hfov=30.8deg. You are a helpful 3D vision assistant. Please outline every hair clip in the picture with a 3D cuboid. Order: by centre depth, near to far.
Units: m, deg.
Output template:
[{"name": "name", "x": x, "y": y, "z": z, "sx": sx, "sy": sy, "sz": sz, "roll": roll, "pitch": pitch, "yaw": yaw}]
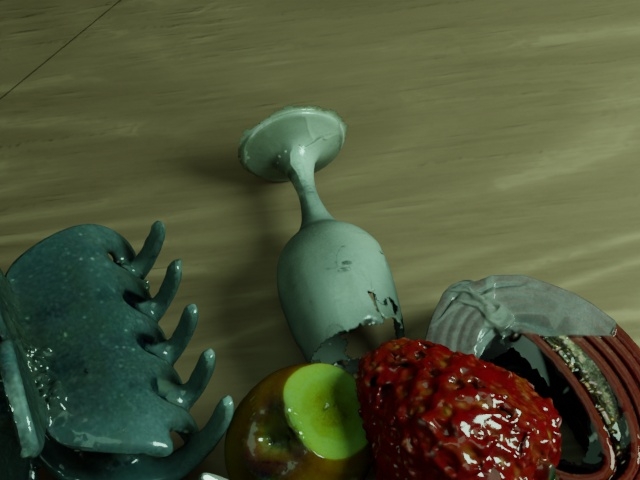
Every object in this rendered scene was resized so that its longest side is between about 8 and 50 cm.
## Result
[{"name": "hair clip", "x": -0.260, "y": 0.127, "z": 1.243, "sx": 0.238, "sy": 0.392, "sz": 0.318, "roll": -8, "pitch": 52, "yaw": -26}]

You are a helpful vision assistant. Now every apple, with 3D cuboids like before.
[{"name": "apple", "x": -0.021, "y": 0.213, "z": 1.208, "sx": 0.146, "sy": 0.147, "sz": 0.163, "roll": 46, "pitch": 107, "yaw": 25}]

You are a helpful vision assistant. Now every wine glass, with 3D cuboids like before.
[{"name": "wine glass", "x": 0.000, "y": 0.000, "z": 1.349, "sx": 0.143, "sy": 0.143, "sz": 0.321, "roll": -16, "pitch": 59, "yaw": 1}]

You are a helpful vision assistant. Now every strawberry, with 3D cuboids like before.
[{"name": "strawberry", "x": 0.115, "y": 0.173, "z": 1.119, "sx": 0.190, "sy": 0.111, "sz": 0.236, "roll": -42, "pitch": 59, "yaw": -6}]

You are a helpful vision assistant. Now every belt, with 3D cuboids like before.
[{"name": "belt", "x": 0.227, "y": 0.176, "z": 1.217, "sx": 0.227, "sy": 0.115, "sz": 0.324, "roll": -34, "pitch": 59, "yaw": -9}]

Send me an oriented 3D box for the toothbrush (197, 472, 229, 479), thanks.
[{"name": "toothbrush", "x": -0.010, "y": 0.302, "z": 1.157, "sx": 0.269, "sy": 0.027, "sz": 0.021, "roll": 34, "pitch": 64, "yaw": -13}]
